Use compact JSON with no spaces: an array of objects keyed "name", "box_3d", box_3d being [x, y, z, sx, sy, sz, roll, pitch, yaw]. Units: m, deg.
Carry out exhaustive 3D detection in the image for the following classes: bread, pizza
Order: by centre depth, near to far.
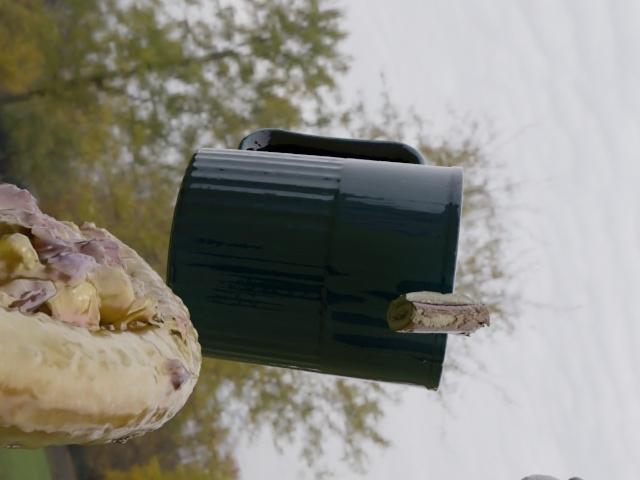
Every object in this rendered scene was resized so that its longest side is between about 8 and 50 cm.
[{"name":"pizza","box_3d":[-0.191,0.027,0.658,0.409,0.277,0.114,12,100,-81]},{"name":"bread","box_3d":[0.105,0.066,1.099,0.047,0.083,0.036,144,-52,-58]}]

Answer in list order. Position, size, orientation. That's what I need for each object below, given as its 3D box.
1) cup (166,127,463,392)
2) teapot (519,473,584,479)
[{"name":"cup","box_3d":[-0.001,-0.003,1.329,0.242,0.292,0.308,84,12,-72]},{"name":"teapot","box_3d":[0.263,0.287,1.341,0.098,0.078,0.129,44,17,24]}]
